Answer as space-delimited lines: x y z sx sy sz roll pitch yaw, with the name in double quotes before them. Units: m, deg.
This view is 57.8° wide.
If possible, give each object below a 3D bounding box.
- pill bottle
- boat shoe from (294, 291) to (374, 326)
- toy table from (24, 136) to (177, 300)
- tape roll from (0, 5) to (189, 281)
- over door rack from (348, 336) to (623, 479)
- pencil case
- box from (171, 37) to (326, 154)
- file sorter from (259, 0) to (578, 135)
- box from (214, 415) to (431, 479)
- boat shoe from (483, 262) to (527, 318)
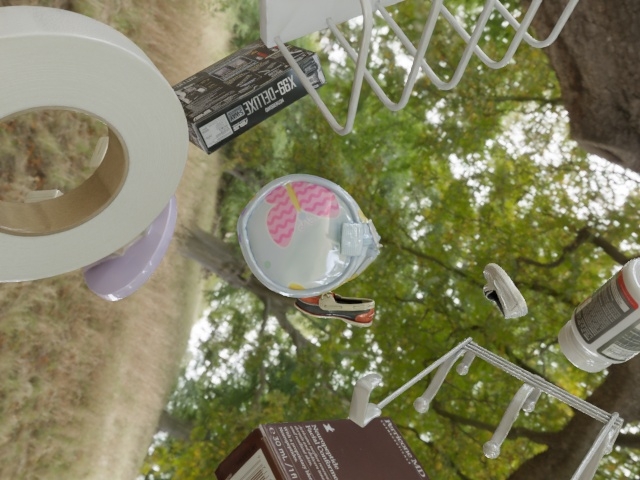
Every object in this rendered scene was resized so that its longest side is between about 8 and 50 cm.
"pill bottle" 0.877 0.231 1.701 0.363 0.210 0.210 115 -1 -49
"boat shoe" 0.023 0.106 0.964 0.049 0.137 0.043 -48 147 -62
"toy table" -0.386 -0.046 1.061 0.161 0.252 0.274 61 21 -55
"tape roll" -0.365 -0.105 0.757 0.392 0.072 0.392 -27 147 -20
"over door rack" 0.207 0.234 0.711 0.324 0.240 0.108 -3 113 -52
"pencil case" 0.000 0.000 0.637 0.273 0.124 0.113 13 96 -81
"box" -0.180 -0.327 1.260 0.307 0.076 0.242 -35 -140 -17
"file sorter" 0.102 -0.253 0.554 0.278 0.173 0.193 -26 159 -16
"box" 0.028 0.425 1.002 0.143 0.381 0.191 -49 -126 18
"boat shoe" 0.423 0.122 1.381 0.063 0.066 0.184 -18 -141 -1
